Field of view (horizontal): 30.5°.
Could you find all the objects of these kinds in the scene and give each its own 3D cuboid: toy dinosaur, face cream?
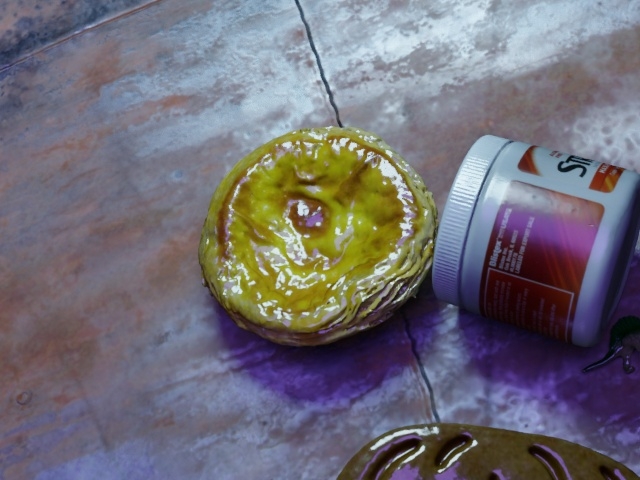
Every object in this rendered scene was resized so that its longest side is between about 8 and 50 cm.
[{"bbox_3d":[0.347,0.116,1.333,0.119,0.029,0.060,-31,49,6],"label":"toy dinosaur"},{"bbox_3d":[0.245,0.000,1.303,0.187,0.201,0.201,17,74,20],"label":"face cream"}]

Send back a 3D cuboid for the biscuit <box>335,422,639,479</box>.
[{"bbox_3d":[0.174,0.345,1.163,0.367,0.063,0.314,9,73,3],"label":"biscuit"}]

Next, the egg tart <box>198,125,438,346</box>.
[{"bbox_3d":[0.000,0.000,1.411,0.294,0.116,0.295,-5,70,13],"label":"egg tart"}]
